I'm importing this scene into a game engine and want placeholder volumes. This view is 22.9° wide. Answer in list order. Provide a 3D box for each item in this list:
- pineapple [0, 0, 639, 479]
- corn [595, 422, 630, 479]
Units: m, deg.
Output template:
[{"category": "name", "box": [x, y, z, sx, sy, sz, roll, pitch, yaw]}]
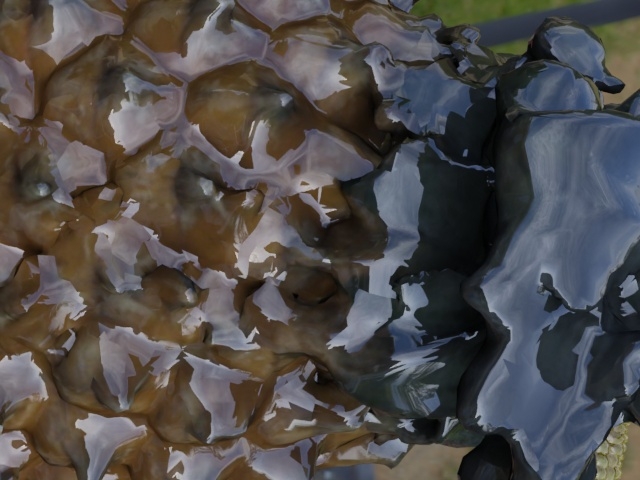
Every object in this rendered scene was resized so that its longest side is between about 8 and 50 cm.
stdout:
[{"category": "pineapple", "box": [-0.001, -0.001, 0.457, 0.223, 0.357, 0.223, -33, 127, -59]}, {"category": "corn", "box": [0.184, 0.089, 1.157, 0.101, 0.101, 0.291, 11, 86, -35]}]
